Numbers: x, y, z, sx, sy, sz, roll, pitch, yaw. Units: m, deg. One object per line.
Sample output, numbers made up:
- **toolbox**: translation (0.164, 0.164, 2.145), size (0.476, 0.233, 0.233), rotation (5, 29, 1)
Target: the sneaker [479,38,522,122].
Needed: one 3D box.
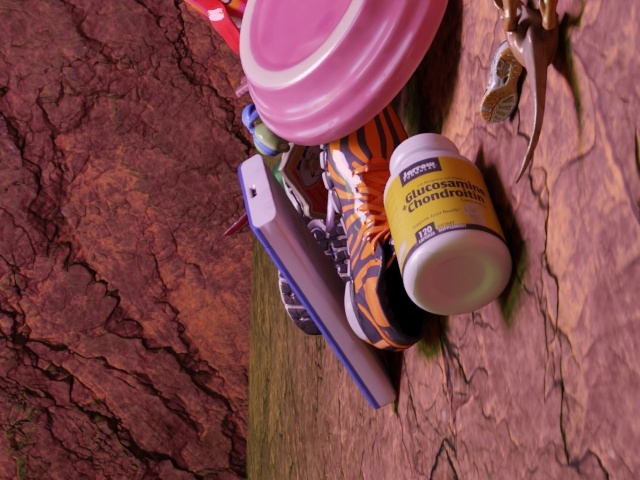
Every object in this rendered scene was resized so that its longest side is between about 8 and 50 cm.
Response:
- **sneaker**: translation (0.169, -0.148, 1.074), size (0.037, 0.032, 0.083), rotation (-79, 3, -49)

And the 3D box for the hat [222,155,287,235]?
- **hat**: translation (-0.088, -0.127, 2.203), size (0.173, 0.183, 0.209), rotation (124, 146, -73)

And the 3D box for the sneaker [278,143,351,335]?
- **sneaker**: translation (0.000, 0.000, 1.926), size (0.147, 0.129, 0.330), rotation (74, -164, -69)

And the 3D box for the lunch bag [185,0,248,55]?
- **lunch bag**: translation (-0.097, -0.373, 1.620), size (0.120, 0.293, 0.258), rotation (-19, 55, 37)

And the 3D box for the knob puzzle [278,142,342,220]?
- **knob puzzle**: translation (0.026, -0.114, 1.707), size (0.213, 0.030, 0.213), rotation (-8, -80, -54)

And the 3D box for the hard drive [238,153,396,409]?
- **hard drive**: translation (-0.006, 0.054, 1.565), size (0.319, 0.040, 0.210), rotation (57, -173, -27)

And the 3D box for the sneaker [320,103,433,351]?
- **sneaker**: translation (0.087, -0.031, 1.357), size (0.180, 0.124, 0.321), rotation (166, 93, -77)

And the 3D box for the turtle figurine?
- **turtle figurine**: translation (0.043, -0.189, 1.541), size (0.274, 0.197, 0.266), rotation (45, 118, 32)

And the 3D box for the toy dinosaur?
- **toy dinosaur**: translation (0.178, -0.160, 0.960), size (0.211, 0.064, 0.112), rotation (-85, -15, -47)

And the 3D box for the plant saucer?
- **plant saucer**: translation (0.012, -0.278, 1.374), size (0.332, 0.084, 0.332), rotation (-29, 49, 39)

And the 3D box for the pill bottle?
- **pill bottle**: translation (0.118, -0.022, 1.134), size (0.184, 0.103, 0.103), rotation (-101, 14, -49)
